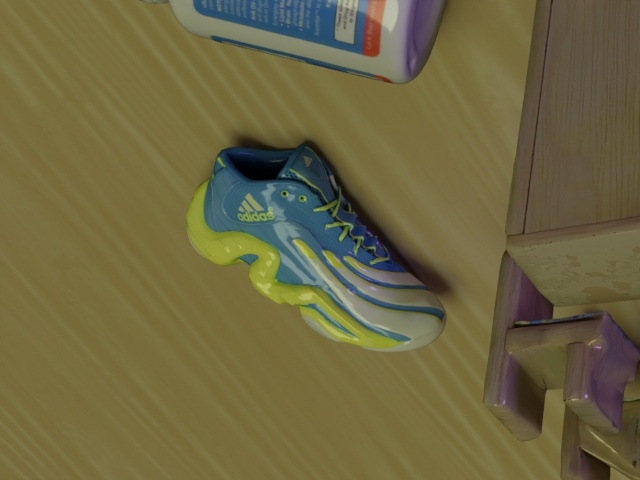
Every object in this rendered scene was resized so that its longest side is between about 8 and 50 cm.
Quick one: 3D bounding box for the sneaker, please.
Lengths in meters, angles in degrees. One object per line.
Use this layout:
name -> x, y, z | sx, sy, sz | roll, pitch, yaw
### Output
sneaker -> 0.000, 0.000, 1.010 | 0.240, 0.091, 0.126 | 23, 134, 8

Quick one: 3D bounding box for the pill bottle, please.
pill bottle -> -0.029, -0.189, 0.838 | 0.221, 0.124, 0.124 | 16, 133, 14

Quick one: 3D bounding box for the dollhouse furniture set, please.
dollhouse furniture set -> 0.287, -0.013, 0.814 | 0.362, 0.257, 0.394 | -9, 144, 34
